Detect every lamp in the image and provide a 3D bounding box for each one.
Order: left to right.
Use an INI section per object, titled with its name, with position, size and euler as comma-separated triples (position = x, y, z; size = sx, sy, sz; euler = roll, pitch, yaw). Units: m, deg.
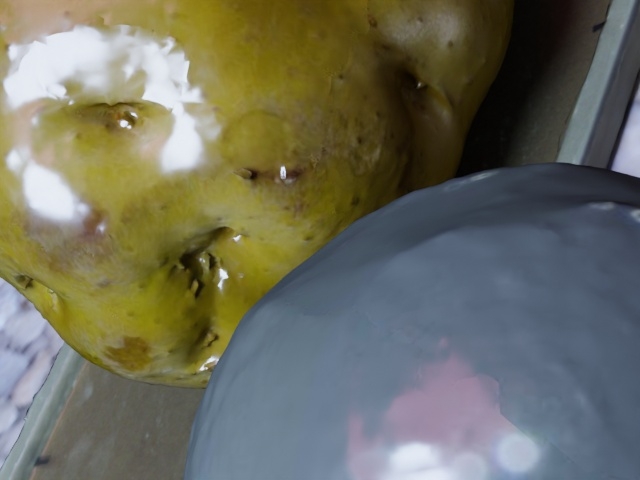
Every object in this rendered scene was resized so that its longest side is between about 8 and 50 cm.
[lamp]
position = 0.111, 0.062, 0.344
size = 0.314, 0.182, 0.182
euler = -9, 51, 33

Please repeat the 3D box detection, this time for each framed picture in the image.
[framed picture]
position = 0.000, 0.000, 0.626
size = 0.247, 0.022, 0.335
euler = -2, 55, 41

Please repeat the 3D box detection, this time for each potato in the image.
[potato]
position = -0.025, -0.117, 0.601
size = 0.195, 0.176, 0.369
euler = -11, 44, 34
